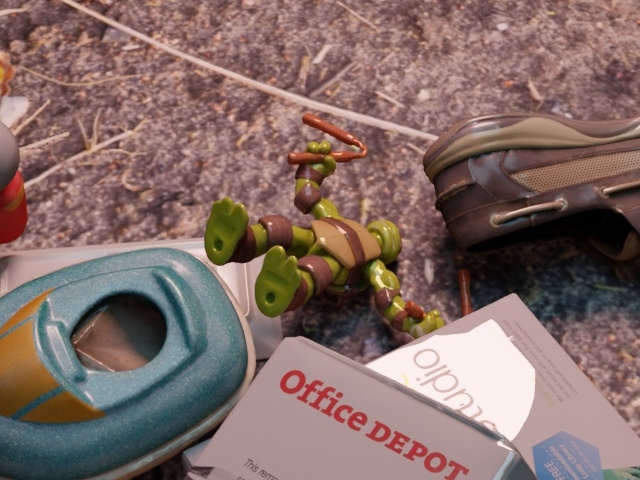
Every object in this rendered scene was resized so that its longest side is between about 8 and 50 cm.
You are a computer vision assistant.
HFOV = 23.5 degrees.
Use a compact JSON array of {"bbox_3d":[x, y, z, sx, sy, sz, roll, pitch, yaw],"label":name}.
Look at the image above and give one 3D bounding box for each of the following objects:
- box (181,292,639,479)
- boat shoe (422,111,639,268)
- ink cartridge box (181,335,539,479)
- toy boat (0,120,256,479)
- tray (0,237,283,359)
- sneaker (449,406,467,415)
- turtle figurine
[{"bbox_3d":[0.084,0.193,1.199,0.322,0.058,0.232,-25,53,-18],"label":"box"},{"bbox_3d":[0.268,-0.038,1.379,0.355,0.132,0.130,-3,74,-8],"label":"boat shoe"},{"bbox_3d":[-0.008,0.232,0.969,0.211,0.121,0.289,24,72,42],"label":"ink cartridge box"},{"bbox_3d":[-0.218,0.048,1.232,0.267,0.148,0.318,-27,65,-15],"label":"toy boat"},{"bbox_3d":[-0.172,0.049,1.346,0.270,0.030,0.145,-4,48,-4],"label":"tray"},{"bbox_3d":[0.086,0.185,1.112,0.121,0.079,0.217,-27,49,-21],"label":"sneaker"},{"bbox_3d":[0.000,0.000,1.327,0.217,0.087,0.269,-5,56,-50],"label":"turtle figurine"}]
